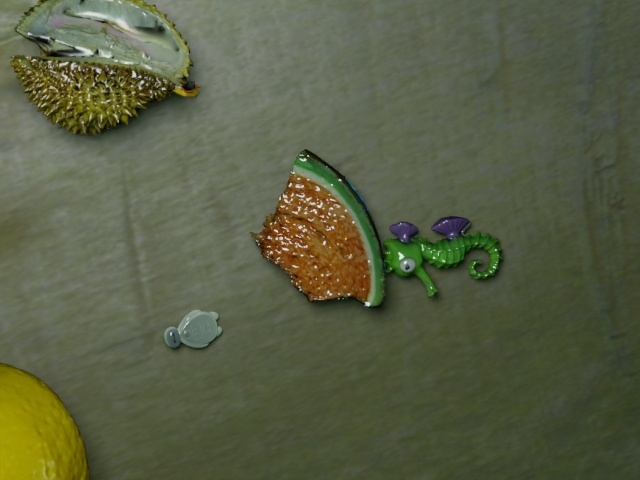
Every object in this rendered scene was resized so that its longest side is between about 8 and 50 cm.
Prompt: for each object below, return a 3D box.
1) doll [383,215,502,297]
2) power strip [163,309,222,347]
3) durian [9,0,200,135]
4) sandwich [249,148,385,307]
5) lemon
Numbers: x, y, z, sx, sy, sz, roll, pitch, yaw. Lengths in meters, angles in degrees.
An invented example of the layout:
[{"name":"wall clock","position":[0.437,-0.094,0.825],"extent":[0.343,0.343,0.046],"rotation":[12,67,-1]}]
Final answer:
[{"name":"doll","position":[0.176,0.022,1.420],"extent":[0.190,0.050,0.115],"rotation":[-8,94,-11]},{"name":"power strip","position":[-0.183,0.127,1.380],"extent":[0.083,0.035,0.055],"rotation":[-17,100,-21]},{"name":"durian","position":[-0.269,-0.211,1.257],"extent":[0.237,0.138,0.193],"rotation":[26,52,6]},{"name":"sandwich","position":[0.011,-0.001,1.378],"extent":[0.159,0.079,0.235],"rotation":[-44,98,8]},{"name":"lemon","position":[-0.441,0.315,1.209],"extent":[0.336,0.336,0.336],"rotation":[-1,97,-10]}]
